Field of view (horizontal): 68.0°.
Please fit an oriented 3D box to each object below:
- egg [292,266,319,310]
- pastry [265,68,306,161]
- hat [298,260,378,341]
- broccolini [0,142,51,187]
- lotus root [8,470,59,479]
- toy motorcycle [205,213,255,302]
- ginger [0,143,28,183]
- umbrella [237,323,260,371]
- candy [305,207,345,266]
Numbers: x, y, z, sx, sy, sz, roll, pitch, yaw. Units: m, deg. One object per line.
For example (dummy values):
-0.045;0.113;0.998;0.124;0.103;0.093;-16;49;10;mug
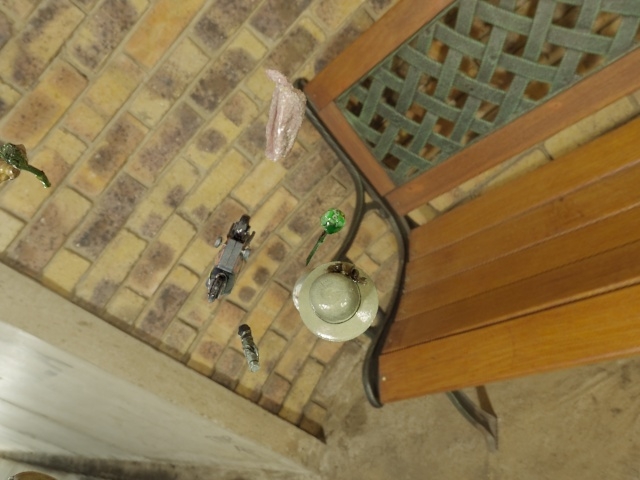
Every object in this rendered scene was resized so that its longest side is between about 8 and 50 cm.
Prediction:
0.006;0.182;1.679;0.183;0.183;0.217;-33;-6;33;egg
-0.105;-0.367;1.400;0.103;0.112;0.265;47;141;46;pastry
0.041;0.170;1.423;0.257;0.130;0.257;-4;72;12;hat
-0.734;-0.182;1.190;0.239;0.054;0.051;126;139;-76;broccolini
-0.693;0.731;1.234;0.140;0.322;0.158;-30;22;45;lotus root
-0.291;0.062;1.510;0.173;0.108;0.307;127;165;-67;toy motorcycle
-0.988;-0.229;1.467;0.332;0.080;0.166;4;50;40;ginger
-0.226;0.334;1.498;0.188;0.046;0.050;-120;35;-54;umbrella
0.001;-0.002;1.825;0.097;0.097;0.323;-80;16;-46;candy
